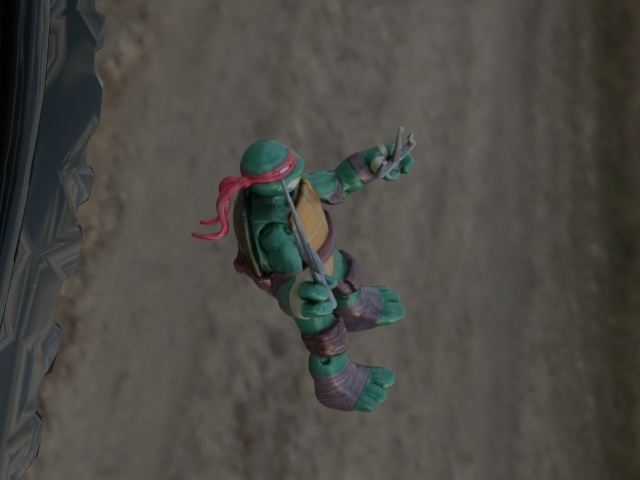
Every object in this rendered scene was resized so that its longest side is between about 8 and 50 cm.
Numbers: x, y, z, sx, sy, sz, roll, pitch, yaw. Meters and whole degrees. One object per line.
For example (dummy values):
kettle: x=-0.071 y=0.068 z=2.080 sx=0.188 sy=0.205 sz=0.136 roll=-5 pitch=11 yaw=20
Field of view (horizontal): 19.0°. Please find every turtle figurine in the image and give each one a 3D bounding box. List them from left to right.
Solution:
turtle figurine: x=0.000 y=0.000 z=1.292 sx=0.175 sy=0.118 sz=0.234 roll=-59 pitch=147 yaw=-34

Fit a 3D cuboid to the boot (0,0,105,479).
boot: x=-0.169 y=0.016 z=0.327 sx=0.260 sy=0.131 sz=0.348 roll=-2 pitch=96 yaw=-56
